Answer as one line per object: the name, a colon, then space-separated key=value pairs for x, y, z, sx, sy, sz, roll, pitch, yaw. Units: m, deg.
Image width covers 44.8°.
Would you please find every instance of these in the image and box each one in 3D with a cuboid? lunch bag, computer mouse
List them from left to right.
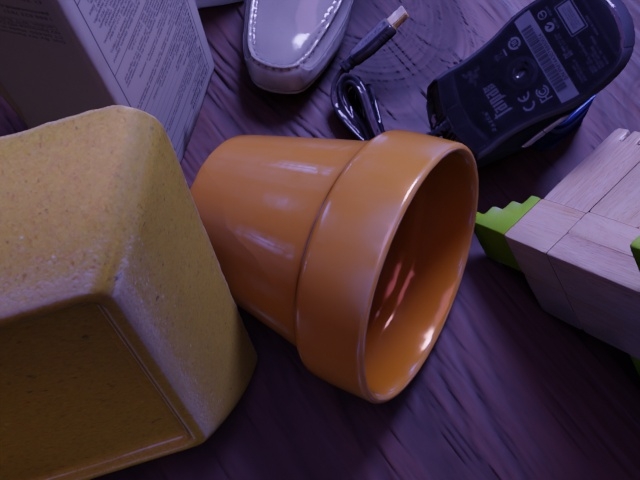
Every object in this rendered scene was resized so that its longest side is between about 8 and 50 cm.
computer mouse: x=0.133 y=-0.149 z=0.691 sx=0.262 sy=0.060 sz=0.184 roll=-39 pitch=70 yaw=27
lunch bag: x=0.204 y=-0.142 z=0.724 sx=0.067 sy=0.065 sz=0.098 roll=-41 pitch=74 yaw=-12

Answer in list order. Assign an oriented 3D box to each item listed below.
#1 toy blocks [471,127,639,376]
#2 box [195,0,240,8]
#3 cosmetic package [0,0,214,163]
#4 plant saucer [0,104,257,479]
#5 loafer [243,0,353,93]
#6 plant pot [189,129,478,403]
toy blocks: x=0.335 y=-0.015 z=0.568 sx=0.261 sy=0.190 sz=0.381 roll=-42 pitch=32 yaw=-12
box: x=-0.136 y=-0.298 z=0.781 sx=0.102 sy=0.087 sz=0.101 roll=-10 pitch=70 yaw=-2
cosmetic package: x=-0.182 y=-0.173 z=0.621 sx=0.113 sy=0.309 sz=0.160 roll=13 pitch=70 yaw=6
plant saucer: x=-0.218 y=0.092 z=0.507 sx=0.333 sy=0.332 sz=0.081 roll=-17 pitch=55 yaw=-4
loafer: x=-0.010 y=-0.296 z=0.762 sx=0.112 sy=0.111 sz=0.319 roll=10 pitch=71 yaw=6
plant pot: x=0.000 y=0.000 z=0.623 sx=0.188 sy=0.205 sz=0.205 roll=19 pitch=71 yaw=25
